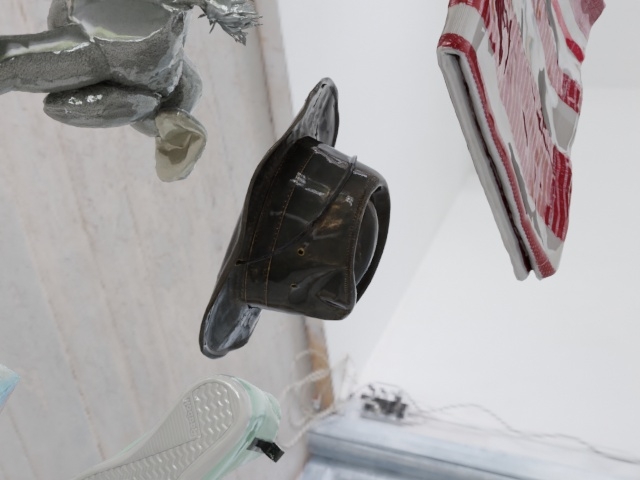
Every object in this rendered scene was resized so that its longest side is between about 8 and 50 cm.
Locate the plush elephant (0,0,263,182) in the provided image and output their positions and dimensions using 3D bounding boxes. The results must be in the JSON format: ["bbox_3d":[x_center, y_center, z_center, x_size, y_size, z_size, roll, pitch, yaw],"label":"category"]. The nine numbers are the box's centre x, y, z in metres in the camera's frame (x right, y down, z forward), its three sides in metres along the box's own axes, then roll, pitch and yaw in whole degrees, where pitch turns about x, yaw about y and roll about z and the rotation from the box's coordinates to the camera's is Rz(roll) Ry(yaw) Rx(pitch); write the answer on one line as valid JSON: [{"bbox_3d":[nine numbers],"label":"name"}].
[{"bbox_3d":[-0.242,-0.218,1.070,0.255,0.330,0.272,106,-16,-64],"label":"plush elephant"}]

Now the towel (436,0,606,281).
[{"bbox_3d":[0.161,-0.165,0.649,0.237,0.037,0.329,58,40,-44],"label":"towel"}]

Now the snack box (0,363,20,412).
[{"bbox_3d":[-0.483,0.225,0.968,0.322,0.187,0.060,-55,-176,22],"label":"snack box"}]

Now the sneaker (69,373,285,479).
[{"bbox_3d":[-0.141,0.231,0.836,0.256,0.094,0.151,-41,158,5],"label":"sneaker"}]

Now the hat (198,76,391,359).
[{"bbox_3d":[0.000,0.000,0.954,0.331,0.134,0.331,23,90,-83],"label":"hat"}]
